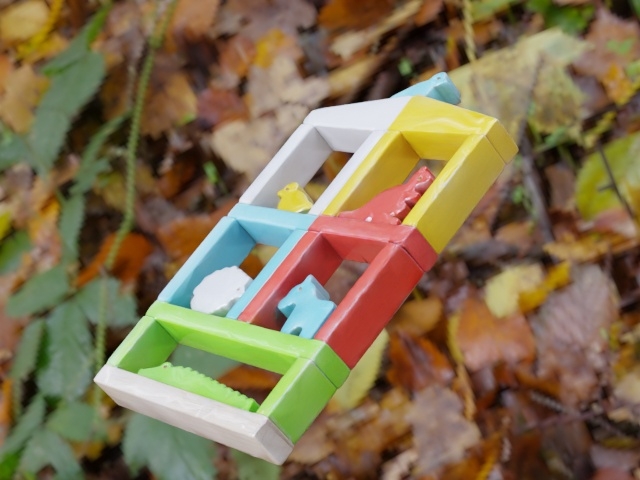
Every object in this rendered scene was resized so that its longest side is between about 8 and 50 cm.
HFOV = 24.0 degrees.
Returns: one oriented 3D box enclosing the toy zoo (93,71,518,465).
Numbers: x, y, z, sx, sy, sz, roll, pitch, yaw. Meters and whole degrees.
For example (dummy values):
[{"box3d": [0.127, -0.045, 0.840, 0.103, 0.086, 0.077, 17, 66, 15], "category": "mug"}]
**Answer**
[{"box3d": [0.000, 0.000, 0.953, 0.293, 0.030, 0.192, -52, 31, -19], "category": "toy zoo"}]
